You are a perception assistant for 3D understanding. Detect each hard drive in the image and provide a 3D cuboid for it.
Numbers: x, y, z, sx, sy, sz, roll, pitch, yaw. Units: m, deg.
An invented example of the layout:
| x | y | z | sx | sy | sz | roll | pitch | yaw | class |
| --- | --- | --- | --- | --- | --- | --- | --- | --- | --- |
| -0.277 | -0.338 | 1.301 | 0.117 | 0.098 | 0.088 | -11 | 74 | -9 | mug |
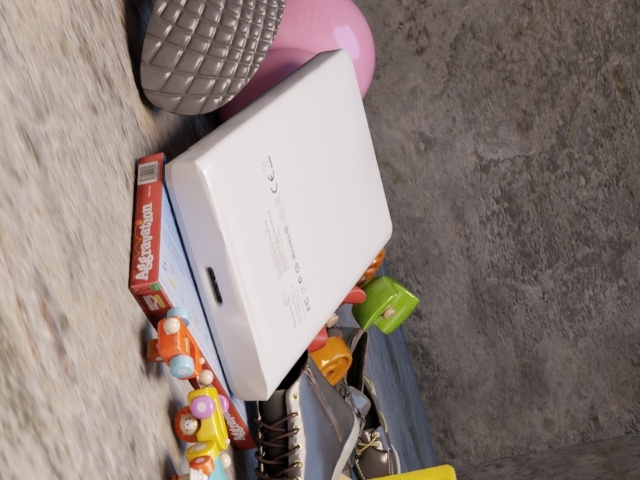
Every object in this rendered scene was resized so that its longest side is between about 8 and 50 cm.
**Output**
| x | y | z | sx | sy | sz | roll | pitch | yaw | class |
| --- | --- | --- | --- | --- | --- | --- | --- | --- | --- |
| -0.024 | -0.033 | 1.042 | 0.353 | 0.047 | 0.233 | -48 | 129 | -56 | hard drive |

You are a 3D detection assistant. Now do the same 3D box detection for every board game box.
| x | y | z | sx | sy | sz | roll | pitch | yaw | class |
| --- | --- | --- | --- | --- | --- | --- | --- | --- | --- |
| -0.110 | 0.066 | 0.958 | 0.281 | 0.027 | 0.145 | 69 | 13 | -49 | board game box |

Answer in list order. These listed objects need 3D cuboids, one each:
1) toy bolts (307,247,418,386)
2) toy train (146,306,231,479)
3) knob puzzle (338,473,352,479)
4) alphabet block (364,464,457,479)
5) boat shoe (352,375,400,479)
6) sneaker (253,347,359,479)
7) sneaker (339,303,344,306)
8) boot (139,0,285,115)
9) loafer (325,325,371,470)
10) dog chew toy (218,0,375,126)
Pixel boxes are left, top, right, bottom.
| x | y | z | sx | sy | sz | roll | pitch | yaw | class |
| --- | --- | --- | --- | --- | --- | --- | --- | --- | --- |
| -0.022 | 0.072 | 1.293 | 0.158 | 0.218 | 0.228 | 47 | 10 | 25 | toy bolts |
| -0.107 | 0.143 | 0.805 | 0.125 | 0.046 | 0.166 | 65 | 11 | -53 | toy train |
| 0.013 | 0.333 | 1.025 | 0.030 | 0.213 | 0.213 | 123 | -32 | -48 | knob puzzle |
| 0.117 | 0.452 | 1.403 | 0.193 | 0.192 | 0.197 | -93 | 168 | -59 | alphabet block |
| 0.073 | 0.323 | 1.721 | 0.069 | 0.081 | 0.228 | 58 | 14 | -60 | boat shoe |
| -0.041 | 0.213 | 0.979 | 0.118 | 0.083 | 0.222 | 60 | 35 | -31 | sneaker |
| 0.000 | 0.000 | 1.550 | 0.128 | 0.087 | 0.221 | 56 | 15 | -28 | sneaker |
| -0.102 | -0.269 | 1.065 | 0.338 | 0.118 | 0.222 | -68 | -165 | -9 | boot |
| 0.039 | 0.229 | 1.572 | 0.268 | 0.084 | 0.096 | -94 | 169 | -48 | loafer |
| -0.037 | -0.171 | 1.283 | 0.207 | 0.206 | 0.332 | 69 | 20 | -50 | dog chew toy |
